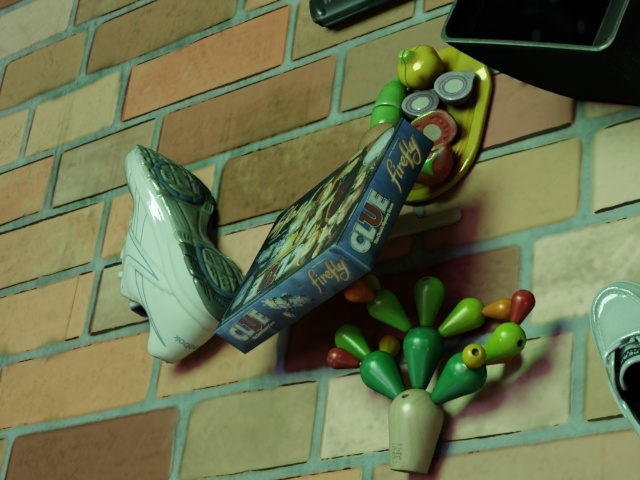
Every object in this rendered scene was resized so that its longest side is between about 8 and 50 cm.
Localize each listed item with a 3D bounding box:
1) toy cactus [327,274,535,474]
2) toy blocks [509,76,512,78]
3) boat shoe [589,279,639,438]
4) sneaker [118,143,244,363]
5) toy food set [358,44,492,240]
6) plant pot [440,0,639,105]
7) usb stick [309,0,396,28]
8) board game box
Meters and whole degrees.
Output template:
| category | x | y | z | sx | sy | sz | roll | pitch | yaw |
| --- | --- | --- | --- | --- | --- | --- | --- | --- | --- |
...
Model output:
| category | x | y | z | sx | sy | sz | roll | pitch | yaw |
| --- | --- | --- | --- | --- | --- | --- | --- | --- | --- |
| toy cactus | 0.089 | 0.117 | 1.303 | 0.219 | 0.112 | 0.180 | -1 | 74 | 33 |
| toy blocks | 0.195 | -0.242 | 1.397 | 0.054 | 0.123 | 0.148 | 16 | 77 | 42 |
| boat shoe | 0.267 | 0.106 | 1.143 | 0.079 | 0.081 | 0.227 | -41 | 44 | 17 |
| sneaker | -0.180 | 0.007 | 1.611 | 0.129 | 0.111 | 0.297 | -44 | 42 | 22 |
| toy food set | 0.093 | -0.113 | 1.451 | 0.128 | 0.071 | 0.217 | -7 | 61 | 41 |
| plant pot | 0.252 | -0.214 | 1.294 | 0.188 | 0.167 | 0.187 | 12 | 74 | 45 |
| usb stick | 0.104 | -0.304 | 1.582 | 0.278 | 0.045 | 0.077 | -17 | 61 | 35 |
| board game box | 0.000 | 0.000 | 1.390 | 0.243 | 0.042 | 0.165 | -37 | 21 | 52 |
